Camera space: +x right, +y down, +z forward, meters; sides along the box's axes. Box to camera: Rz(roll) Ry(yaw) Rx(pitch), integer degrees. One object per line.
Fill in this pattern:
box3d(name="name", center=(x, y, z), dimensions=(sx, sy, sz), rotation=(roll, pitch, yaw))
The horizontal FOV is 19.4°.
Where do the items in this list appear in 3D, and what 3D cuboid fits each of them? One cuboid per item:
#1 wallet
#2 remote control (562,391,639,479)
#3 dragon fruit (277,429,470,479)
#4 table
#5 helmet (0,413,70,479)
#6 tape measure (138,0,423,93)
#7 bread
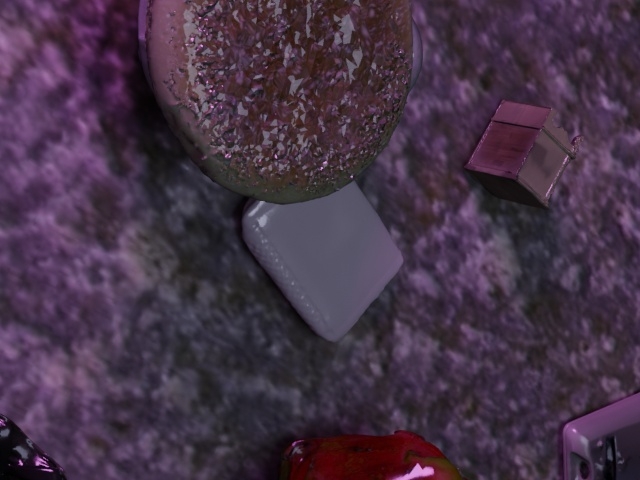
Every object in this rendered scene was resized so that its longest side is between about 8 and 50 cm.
box3d(name="wallet", center=(0.000, 0.000, 1.733), dimensions=(0.124, 0.032, 0.183), rotation=(-49, 126, -18))
box3d(name="remote control", center=(0.399, 0.217, 2.107), dimensions=(0.313, 0.055, 0.109), rotation=(-17, 113, -35))
box3d(name="dragon fruit", center=(0.039, 0.298, 1.742), dimensions=(0.200, 0.198, 0.269), rotation=(27, 65, -19))
box3d(name="table", center=(0.202, -0.085, 1.844), dimensions=(0.062, 0.079, 0.083), rotation=(37, 76, -38))
box3d(name="helmet", center=(-0.298, 0.206, 1.500), dimensions=(0.177, 0.107, 0.153), rotation=(43, 77, -19))
box3d(name="tape measure", center=(-0.042, -0.188, 1.586), dimensions=(0.246, 0.125, 0.243), rotation=(-44, 119, -25))
box3d(name="bread", center=(-0.023, -0.159, 1.499), dimensions=(0.267, 0.040, 0.267), rotation=(-5, 99, -37))
